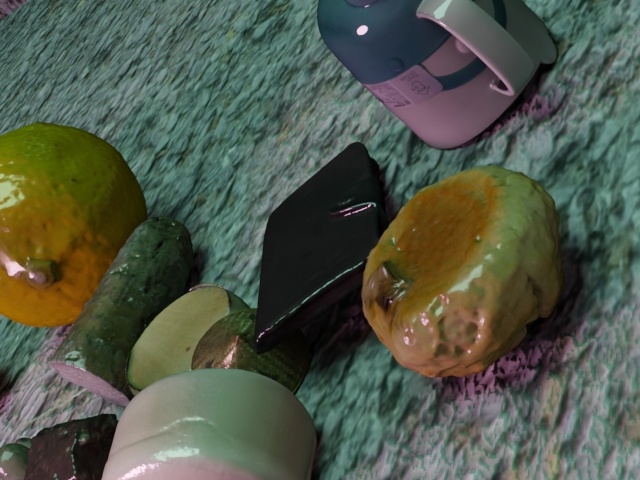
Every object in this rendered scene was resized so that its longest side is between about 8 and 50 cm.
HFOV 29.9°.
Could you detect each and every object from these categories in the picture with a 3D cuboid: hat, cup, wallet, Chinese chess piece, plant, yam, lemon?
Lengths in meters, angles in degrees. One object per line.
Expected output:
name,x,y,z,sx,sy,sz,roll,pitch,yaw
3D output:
hat,-0.090,0.128,1.420,0.146,0.067,0.146,-5,57,8
cup,0.147,-0.259,1.486,0.219,0.258,0.290,-52,29,0
wallet,0.000,0.000,1.492,0.197,0.051,0.377,-37,19,16
Chinese chess piece,-0.163,0.148,1.555,0.188,0.083,0.188,-30,31,20
plant,-0.328,0.306,1.497,0.275,0.149,0.146,-20,38,43
yam,-0.270,0.093,1.709,0.133,0.133,0.330,-21,35,37
lemon,-0.427,-0.026,1.880,0.336,0.336,0.336,-32,32,23

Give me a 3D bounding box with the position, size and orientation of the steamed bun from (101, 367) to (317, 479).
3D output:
steamed bun,-0.138,0.242,1.312,0.242,0.164,0.146,-26,36,30

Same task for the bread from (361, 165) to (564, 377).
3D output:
bread,0.150,0.040,1.226,0.244,0.134,0.244,-36,29,24
